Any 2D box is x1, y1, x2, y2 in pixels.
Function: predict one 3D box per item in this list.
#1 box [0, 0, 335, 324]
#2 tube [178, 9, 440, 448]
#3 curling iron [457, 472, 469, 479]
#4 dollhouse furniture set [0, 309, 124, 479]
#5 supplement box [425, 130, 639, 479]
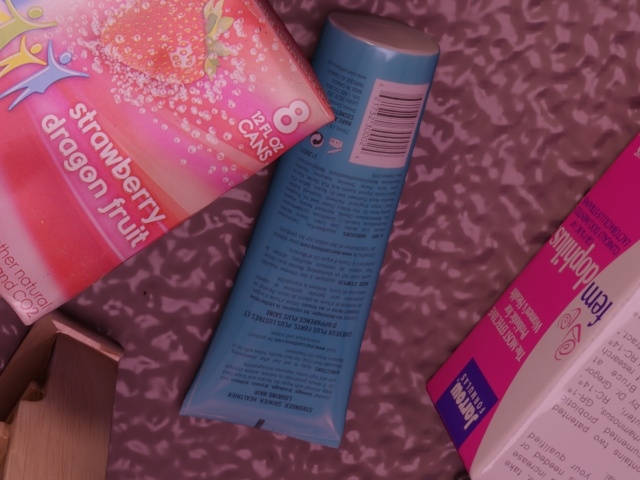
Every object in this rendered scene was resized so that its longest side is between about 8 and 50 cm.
[{"bbox_3d":[-0.141,-0.140,0.708,0.154,0.142,0.300,-33,110,2],"label":"box"},{"bbox_3d":[0.000,0.000,0.828,0.080,0.052,0.207,15,110,-8],"label":"tube"},{"bbox_3d":[-0.019,0.170,0.884,0.274,0.035,0.068,-12,105,-6],"label":"curling iron"},{"bbox_3d":[-0.216,0.066,0.746,0.242,0.161,0.212,30,110,-15],"label":"dollhouse furniture set"},{"bbox_3d":[0.166,0.036,0.830,0.114,0.111,0.220,35,99,-17],"label":"supplement box"}]
